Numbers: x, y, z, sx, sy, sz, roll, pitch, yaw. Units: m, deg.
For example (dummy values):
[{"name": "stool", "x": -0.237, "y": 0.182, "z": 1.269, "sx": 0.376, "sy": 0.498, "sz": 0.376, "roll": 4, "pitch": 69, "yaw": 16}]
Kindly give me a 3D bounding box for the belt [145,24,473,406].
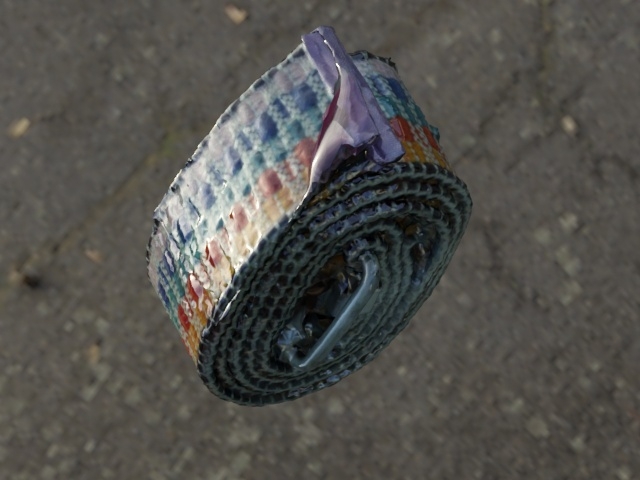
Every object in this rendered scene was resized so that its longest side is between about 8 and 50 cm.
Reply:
[{"name": "belt", "x": 0.000, "y": 0.000, "z": 1.416, "sx": 0.295, "sy": 0.206, "sz": 0.160, "roll": -52, "pitch": 51, "yaw": 30}]
